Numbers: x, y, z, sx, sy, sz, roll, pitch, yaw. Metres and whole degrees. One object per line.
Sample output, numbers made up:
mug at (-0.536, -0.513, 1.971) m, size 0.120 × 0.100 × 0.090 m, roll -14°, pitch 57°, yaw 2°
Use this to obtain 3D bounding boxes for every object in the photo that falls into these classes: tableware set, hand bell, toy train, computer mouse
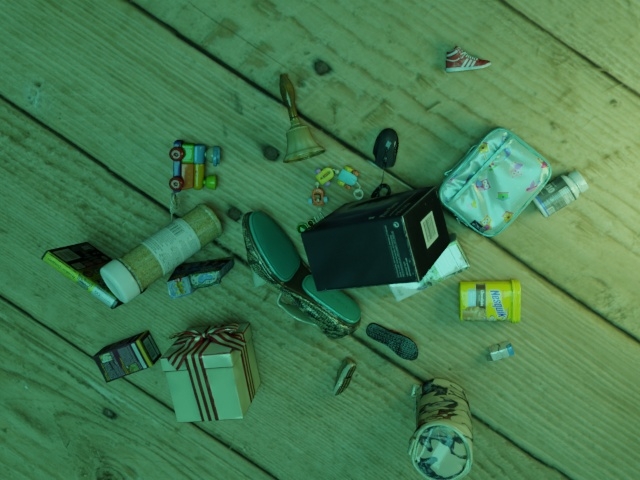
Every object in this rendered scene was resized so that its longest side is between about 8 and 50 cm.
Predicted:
tableware set at (0.000, 0.000, 1.759) m, size 0.104 × 0.024 × 0.154 m, roll -31°, pitch 99°, yaw 16°
hand bell at (-0.077, -0.353, 1.643) m, size 0.126 × 0.126 × 0.242 m, roll -15°, pitch 92°, yaw 13°
toy train at (-0.375, -0.171, 1.738) m, size 0.143 × 0.105 × 0.248 m, roll 3°, pitch 107°, yaw -6°
toy train at (0.042, -0.158, 1.698) m, size 0.166 × 0.046 × 0.125 m, roll -8°, pitch 105°, yaw 14°
computer mouse at (0.179, -0.200, 1.665) m, size 0.071 × 0.041 × 0.242 m, roll 8°, pitch 107°, yaw 6°

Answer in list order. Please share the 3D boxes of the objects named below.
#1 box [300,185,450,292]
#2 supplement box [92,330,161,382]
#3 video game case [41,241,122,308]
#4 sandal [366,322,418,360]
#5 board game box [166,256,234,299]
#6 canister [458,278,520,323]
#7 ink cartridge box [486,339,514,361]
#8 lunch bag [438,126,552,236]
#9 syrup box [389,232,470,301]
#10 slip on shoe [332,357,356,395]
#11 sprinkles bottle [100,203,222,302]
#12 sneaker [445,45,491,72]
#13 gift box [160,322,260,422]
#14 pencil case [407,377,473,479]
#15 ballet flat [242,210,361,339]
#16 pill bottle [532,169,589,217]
box at (0.152, -0.007, 1.552) m, size 0.294 × 0.296 × 0.183 m, roll -10°, pitch 104°, yaw 30°
supplement box at (-0.646, 0.388, 1.941) m, size 0.188 × 0.081 × 0.104 m, roll -21°, pitch 102°, yaw 14°
video game case at (-0.674, 0.099, 1.763) m, size 0.248 × 0.275 × 0.035 m, roll 35°, pitch 95°, yaw -2°
sandal at (0.228, 0.309, 1.807) m, size 0.179 × 0.040 × 0.067 m, roll 29°, pitch 103°, yaw 15°
board game box at (-0.376, 0.116, 1.762) m, size 0.194 × 0.194 × 0.060 m, roll -9°, pitch 104°, yaw 12°
canister at (0.495, 0.179, 1.705) m, size 0.169 × 0.073 × 0.126 m, roll -1°, pitch 105°, yaw 11°
ink cartridge box at (0.538, 0.335, 1.754) m, size 0.083 × 0.048 × 0.028 m, roll -22°, pitch 101°, yaw 14°
lunch bag at (0.467, -0.160, 1.594) m, size 0.224 × 0.108 × 0.279 m, roll 39°, pitch 108°, yaw -3°
syrup box at (0.307, 0.079, 1.694) m, size 0.236 × 0.096 × 0.093 m, roll -27°, pitch 98°, yaw 16°
slip on shoe at (0.070, 0.438, 1.864) m, size 0.041 × 0.051 × 0.135 m, roll 43°, pitch 123°, yaw 37°
sprinkles bottle at (-0.452, 0.031, 1.680) m, size 0.121 × 0.355 × 0.121 m, roll 35°, pitch 147°, yaw 27°
sneaker at (0.394, -0.488, 1.548) m, size 0.118 × 0.042 × 0.067 m, roll -3°, pitch 108°, yaw 12°
gift box at (-0.330, 0.399, 1.799) m, size 0.255 × 0.276 × 0.258 m, roll -8°, pitch 103°, yaw 6°
pencil case at (0.338, 0.527, 1.652) m, size 0.183 × 0.410 × 0.160 m, roll 7°, pitch 96°, yaw 11°
ballet flat at (-0.092, 0.131, 1.755) m, size 0.483 × 0.164 × 0.182 m, roll 44°, pitch 128°, yaw -6°
pill bottle at (0.654, -0.129, 1.589) m, size 0.137 × 0.078 × 0.078 m, roll -35°, pitch 98°, yaw 16°
